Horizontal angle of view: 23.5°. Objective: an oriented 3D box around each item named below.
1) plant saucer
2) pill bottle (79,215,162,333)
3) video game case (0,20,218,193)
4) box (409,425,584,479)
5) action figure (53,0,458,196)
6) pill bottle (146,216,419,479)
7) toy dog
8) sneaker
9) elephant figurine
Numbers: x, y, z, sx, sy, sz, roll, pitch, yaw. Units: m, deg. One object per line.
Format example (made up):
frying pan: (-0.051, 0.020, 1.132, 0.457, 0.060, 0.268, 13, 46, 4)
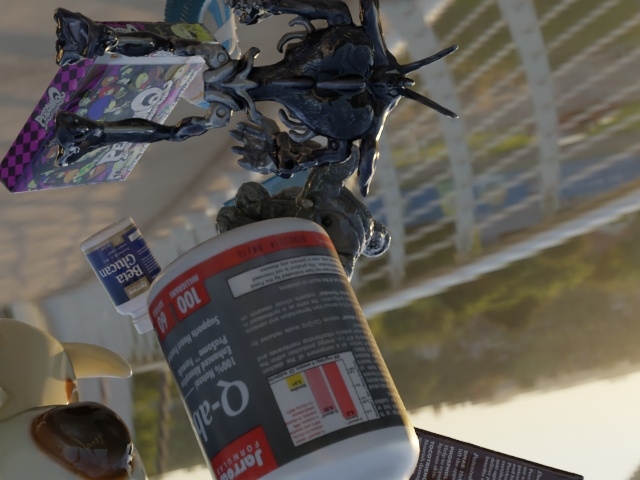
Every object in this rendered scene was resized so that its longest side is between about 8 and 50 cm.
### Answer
plant saucer: (-0.073, -0.069, 2.458, 0.192, 0.067, 0.018, -26, -166, 39)
pill bottle: (-0.294, 0.056, 2.393, 0.094, 0.169, 0.094, -30, -173, 4)
video game case: (-0.249, -0.158, 1.806, 0.232, 0.042, 0.210, -52, 159, 25)
box: (0.148, 0.331, 2.072, 0.381, 0.143, 0.191, 21, 168, -31)
action figure: (-0.048, -0.116, 1.088, 0.276, 0.164, 0.141, -1, -166, -8)
pill bottle: (-0.024, 0.177, 1.575, 0.210, 0.363, 0.210, -21, 161, -8)
toy dog: (-0.351, 0.258, 1.744, 0.395, 0.284, 0.408, -4, -160, -35)
sneaker: (-0.151, -0.280, 2.036, 0.087, 0.228, 0.092, -7, 148, 34)
elephant figurine: (0.000, 0.000, 1.781, 0.239, 0.169, 0.186, -7, 160, 45)
